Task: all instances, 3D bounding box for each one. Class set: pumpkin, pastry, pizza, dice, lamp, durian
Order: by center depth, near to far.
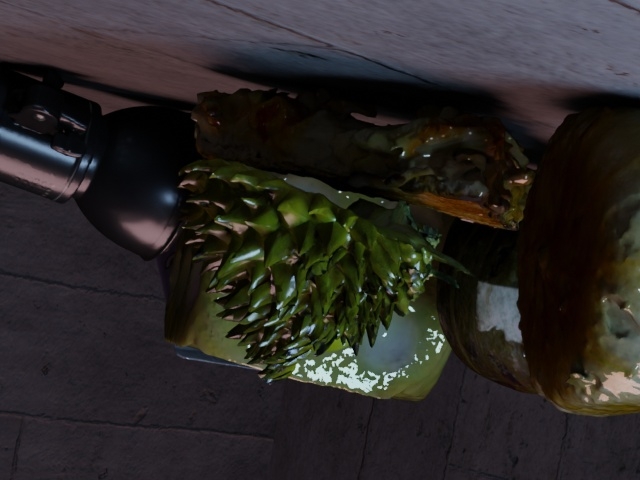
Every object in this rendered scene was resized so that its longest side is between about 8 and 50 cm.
[{"bbox_3d":[0.172,0.014,1.016,0.093,0.182,0.192,6,180,-13],"label":"pastry"},{"bbox_3d":[0.000,0.000,1.190,0.169,0.158,0.352,-21,178,3],"label":"durian"},{"bbox_3d":[0.026,-0.065,1.208,0.251,0.074,0.287,11,178,9],"label":"pizza"},{"bbox_3d":[0.217,0.050,1.396,0.260,0.189,0.260,3,-168,-1],"label":"pumpkin"},{"bbox_3d":[-0.228,-0.086,1.562,0.227,0.147,0.172,20,162,-24],"label":"lamp"},{"bbox_3d":[-0.004,0.017,1.586,0.233,0.227,0.238,12,178,-13],"label":"dice"}]

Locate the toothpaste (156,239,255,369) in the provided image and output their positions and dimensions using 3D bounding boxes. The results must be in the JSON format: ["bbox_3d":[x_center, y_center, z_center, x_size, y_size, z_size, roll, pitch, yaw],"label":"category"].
[{"bbox_3d":[-0.125,0.019,1.831,0.125,0.080,0.371,13,-148,-25],"label":"toothpaste"}]
